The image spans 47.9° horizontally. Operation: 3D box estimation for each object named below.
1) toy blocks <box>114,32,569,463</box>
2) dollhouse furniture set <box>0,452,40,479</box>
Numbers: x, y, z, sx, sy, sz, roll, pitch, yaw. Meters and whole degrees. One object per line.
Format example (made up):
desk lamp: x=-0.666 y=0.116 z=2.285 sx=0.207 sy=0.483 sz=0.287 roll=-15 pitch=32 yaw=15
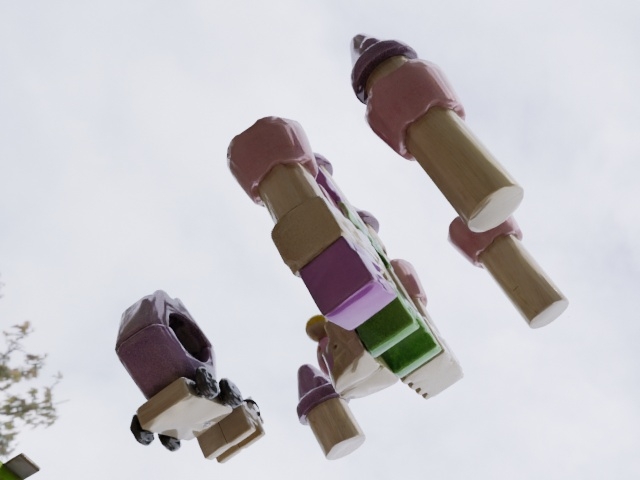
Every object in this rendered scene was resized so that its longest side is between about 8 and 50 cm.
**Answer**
toy blocks: x=0.000 y=0.000 z=0.620 sx=0.309 sy=0.288 sz=0.260 roll=-36 pitch=-123 yaw=7
dollhouse furniture set: x=-0.263 y=0.236 z=0.623 sx=0.058 sy=0.076 sz=0.151 roll=-33 pitch=-70 yaw=23
